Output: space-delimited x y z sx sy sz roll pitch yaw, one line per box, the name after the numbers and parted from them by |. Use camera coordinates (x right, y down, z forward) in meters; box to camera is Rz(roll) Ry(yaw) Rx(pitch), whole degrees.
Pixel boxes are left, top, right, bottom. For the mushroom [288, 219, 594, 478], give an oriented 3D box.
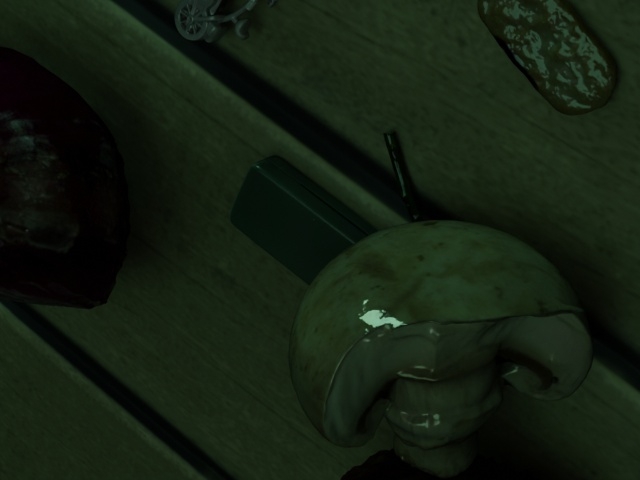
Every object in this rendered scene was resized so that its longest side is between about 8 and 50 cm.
0.094 0.082 1.229 0.254 0.189 0.195 -9 132 -6 | mushroom

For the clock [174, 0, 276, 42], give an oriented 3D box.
-0.087 -0.233 1.321 0.087 0.041 0.129 44 122 16 | clock

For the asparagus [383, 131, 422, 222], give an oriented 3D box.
0.088 -0.023 1.305 0.016 0.016 0.162 -18 97 19 | asparagus

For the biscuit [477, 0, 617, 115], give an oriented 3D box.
0.187 -0.167 1.177 0.147 0.018 0.071 52 126 7 | biscuit

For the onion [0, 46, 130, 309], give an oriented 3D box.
-0.343 -0.067 1.429 0.337 0.282 0.260 7 80 20 | onion

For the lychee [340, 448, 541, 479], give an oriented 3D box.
0.111 0.300 1.294 0.271 0.236 0.235 -10 104 21 | lychee

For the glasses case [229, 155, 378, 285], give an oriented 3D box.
0.000 0.000 1.359 0.184 0.039 0.077 37 125 16 | glasses case
